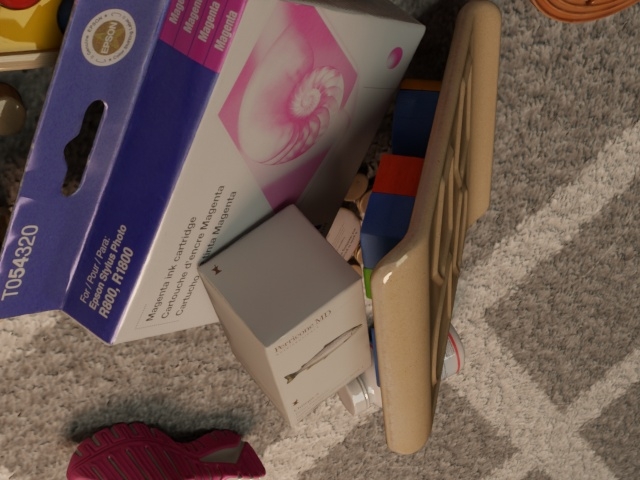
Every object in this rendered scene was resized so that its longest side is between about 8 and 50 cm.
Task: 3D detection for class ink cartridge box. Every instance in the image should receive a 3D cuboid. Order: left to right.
[{"bbox_3d":[-0.084,-0.062,0.724,0.330,0.071,0.324,-10,133,-51],"label":"ink cartridge box"}]

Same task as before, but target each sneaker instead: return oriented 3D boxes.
[{"bbox_3d":[-0.185,0.290,1.003,0.252,0.103,0.111,17,113,-41],"label":"sneaker"}]

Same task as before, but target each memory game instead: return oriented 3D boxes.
[{"bbox_3d":[0.000,0.000,0.952,0.186,0.012,0.186,-18,133,-21],"label":"memory game"}]

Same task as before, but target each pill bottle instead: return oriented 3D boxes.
[{"bbox_3d":[0.098,0.159,1.095,0.160,0.087,0.087,-23,135,-15],"label":"pill bottle"}]

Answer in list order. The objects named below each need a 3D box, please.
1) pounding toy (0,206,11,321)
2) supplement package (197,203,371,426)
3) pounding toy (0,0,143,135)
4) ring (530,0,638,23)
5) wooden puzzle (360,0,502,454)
[{"bbox_3d":[-0.318,0.036,0.664,0.154,0.155,0.270,-30,136,-2],"label":"pounding toy"},{"bbox_3d":[-0.027,0.074,0.788,0.105,0.105,0.179,-35,150,-15],"label":"supplement package"},{"bbox_3d":[-0.224,-0.158,0.611,0.181,0.094,0.206,-11,130,-26],"label":"pounding toy"},{"bbox_3d":[0.321,-0.356,0.814,0.336,0.032,0.337,-27,150,-17],"label":"ring"},{"bbox_3d":[0.102,-0.012,0.846,0.322,0.080,0.348,80,26,-49],"label":"wooden puzzle"}]
